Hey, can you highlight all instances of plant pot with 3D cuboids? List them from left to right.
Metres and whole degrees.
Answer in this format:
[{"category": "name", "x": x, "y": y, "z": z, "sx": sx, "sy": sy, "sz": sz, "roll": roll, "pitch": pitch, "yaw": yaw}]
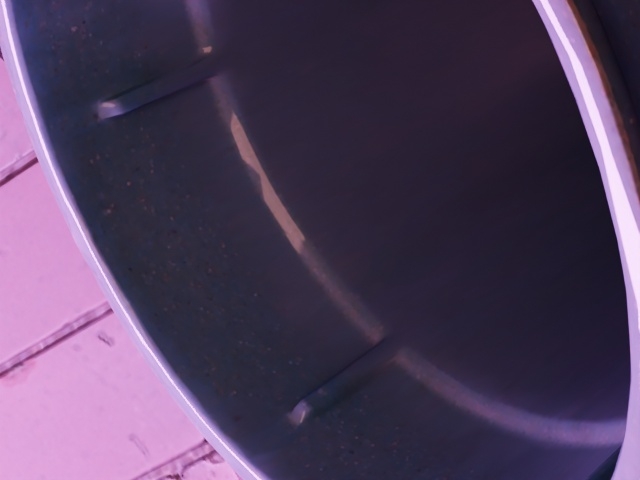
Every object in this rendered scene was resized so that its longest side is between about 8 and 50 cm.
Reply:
[{"category": "plant pot", "x": 0.102, "y": -0.092, "z": 0.591, "sx": 0.341, "sy": 0.334, "sz": 0.341, "roll": 36, "pitch": 141, "yaw": 36}]

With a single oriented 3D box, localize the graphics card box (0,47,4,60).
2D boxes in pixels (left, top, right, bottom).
[{"category": "graphics card box", "x": -0.201, "y": -0.242, "z": 0.850, "sx": 0.371, "sy": 0.233, "sz": 0.094, "roll": 41, "pitch": 113, "yaw": 11}]
